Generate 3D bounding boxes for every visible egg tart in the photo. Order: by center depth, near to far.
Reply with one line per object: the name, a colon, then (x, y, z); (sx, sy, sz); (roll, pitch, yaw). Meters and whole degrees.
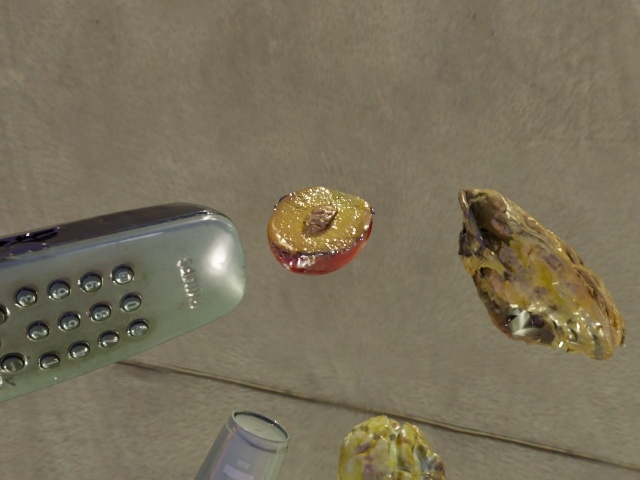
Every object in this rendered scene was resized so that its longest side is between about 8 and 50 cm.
egg tart: (0.262, 0.053, 1.256); (0.132, 0.297, 0.297); (-39, 82, 2)

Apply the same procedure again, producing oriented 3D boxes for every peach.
peach: (0.001, -0.001, 0.872); (0.098, 0.061, 0.098); (-6, 47, 6)

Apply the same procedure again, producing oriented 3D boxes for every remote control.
remote control: (-0.140, 0.033, 0.419); (0.222, 0.042, 0.072); (-16, 125, -12)

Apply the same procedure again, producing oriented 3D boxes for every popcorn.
popcorn: (0.122, 0.415, 1.736); (0.183, 0.221, 0.204); (-27, 61, -3)

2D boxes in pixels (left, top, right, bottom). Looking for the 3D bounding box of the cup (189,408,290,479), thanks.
cup: (-0.096, 0.283, 1.169); (0.120, 0.120, 0.141); (27, 96, 6)
